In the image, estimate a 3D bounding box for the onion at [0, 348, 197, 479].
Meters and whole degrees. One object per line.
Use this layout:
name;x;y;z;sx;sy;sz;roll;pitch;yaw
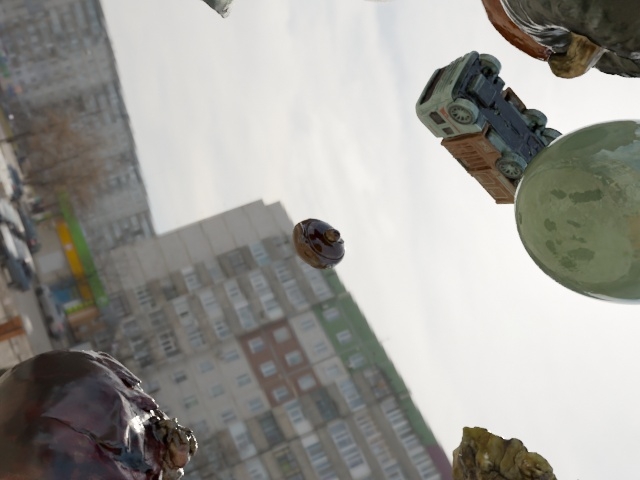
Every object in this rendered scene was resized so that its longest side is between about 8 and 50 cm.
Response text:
onion;-0.305;0.250;0.989;0.281;0.281;0.221;41;-61;60

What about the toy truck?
toy truck;0.309;-0.199;1.584;0.305;0.136;0.162;42;-26;-25

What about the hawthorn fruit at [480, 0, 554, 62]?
hawthorn fruit;0.357;-0.375;1.312;0.262;0.210;0.210;63;-15;-5

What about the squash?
squash;0.239;-0.213;0.667;0.218;0.218;0.172;-176;-95;-73

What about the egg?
egg;0.460;-0.042;1.264;0.276;0.389;0.276;-8;-100;60

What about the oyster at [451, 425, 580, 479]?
oyster;0.235;0.346;1.056;0.223;0.083;0.214;19;-66;53

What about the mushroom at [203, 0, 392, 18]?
mushroom;-0.041;-0.277;0.479;0.352;0.260;0.352;36;14;-10

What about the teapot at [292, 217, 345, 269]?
teapot;0.000;0.000;1.591;0.078;0.129;0.098;-30;-128;38
